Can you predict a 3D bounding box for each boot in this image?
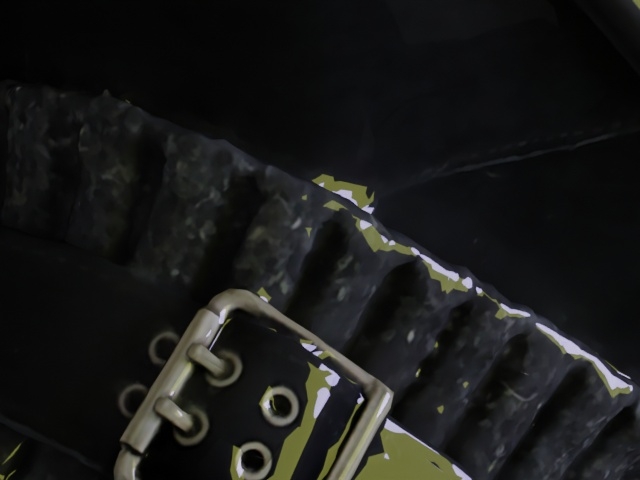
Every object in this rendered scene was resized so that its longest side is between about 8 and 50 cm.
[{"bbox_3d":[-0.063,-0.016,0.389,0.260,0.348,0.131,-48,-170,-5],"label":"boot"}]
